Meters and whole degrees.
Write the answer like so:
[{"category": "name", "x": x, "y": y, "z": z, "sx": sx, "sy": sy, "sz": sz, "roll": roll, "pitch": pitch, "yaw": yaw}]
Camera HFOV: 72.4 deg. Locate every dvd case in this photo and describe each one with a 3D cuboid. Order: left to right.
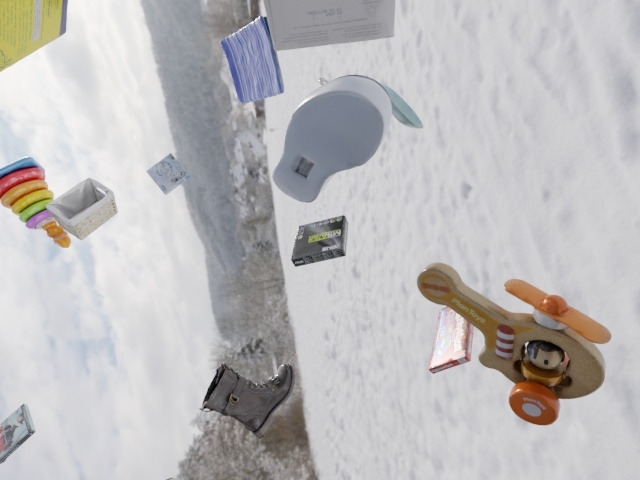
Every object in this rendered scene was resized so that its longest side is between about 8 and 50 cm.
[{"category": "dvd case", "x": -0.589, "y": 0.372, "z": 0.807, "sx": 0.087, "sy": 0.119, "sz": 0.013, "roll": 26, "pitch": 152, "yaw": 45}]

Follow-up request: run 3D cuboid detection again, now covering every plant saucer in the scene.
[{"category": "plant saucer", "x": 0.267, "y": -0.438, "z": 1.470, "sx": 0.037, "sy": 0.195, "sz": 0.194, "roll": -42, "pitch": 49, "yaw": 29}]

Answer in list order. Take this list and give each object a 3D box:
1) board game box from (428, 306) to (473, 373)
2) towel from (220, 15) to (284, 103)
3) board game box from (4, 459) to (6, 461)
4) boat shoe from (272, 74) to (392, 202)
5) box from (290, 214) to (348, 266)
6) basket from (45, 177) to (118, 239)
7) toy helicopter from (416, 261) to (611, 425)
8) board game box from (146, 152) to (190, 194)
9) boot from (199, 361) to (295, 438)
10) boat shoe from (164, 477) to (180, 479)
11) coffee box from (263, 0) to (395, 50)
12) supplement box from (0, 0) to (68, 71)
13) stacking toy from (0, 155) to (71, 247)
[{"category": "board game box", "x": 0.442, "y": 0.307, "z": 1.454, "sx": 0.027, "sy": 0.145, "sz": 0.281, "roll": 45, "pitch": -141, "yaw": -12}, {"category": "towel", "x": -0.242, "y": -0.613, "z": 1.521, "sx": 0.336, "sy": 0.040, "sz": 0.242, "roll": 15, "pitch": 123, "yaw": 55}, {"category": "board game box", "x": -0.900, "y": 0.516, "z": 1.065, "sx": 0.053, "sy": 0.193, "sz": 0.305, "roll": 44, "pitch": 132, "yaw": 23}, {"category": "boat shoe", "x": 0.029, "y": -0.188, "z": 0.731, "sx": 0.156, "sy": 0.136, "sz": 0.367, "roll": -61, "pitch": 7, "yaw": -20}, {"category": "box", "x": 0.000, "y": 0.000, "z": 1.540, "sx": 0.184, "sy": 0.191, "sz": 0.045, "roll": -79, "pitch": -29, "yaw": -50}, {"category": "basket", "x": -0.742, "y": -0.098, "z": 1.377, "sx": 0.113, "sy": 0.167, "sz": 0.103, "roll": 29, "pitch": 143, "yaw": 14}, {"category": "toy helicopter", "x": 0.340, "y": 0.150, "z": 0.796, "sx": 0.355, "sy": 0.140, "sz": 0.234, "roll": 36, "pitch": 138, "yaw": 14}, {"category": "board game box", "x": -0.441, "y": -0.193, "z": 1.269, "sx": 0.090, "sy": 0.090, "sz": 0.020, "roll": 50, "pitch": 173, "yaw": 8}, {"category": "boot", "x": -0.210, "y": 0.434, "z": 1.309, "sx": 0.229, "sy": 0.262, "sz": 0.091, "roll": 43, "pitch": 141, "yaw": -19}, {"category": "boat shoe", "x": -0.298, "y": 0.455, "z": 0.739, "sx": 0.043, "sy": 0.137, "sz": 0.049, "roll": -12, "pitch": 103, "yaw": 36}, {"category": "coffee box", "x": 0.020, "y": -0.755, "z": 1.135, "sx": 0.338, "sy": 0.339, "sz": 0.333, "roll": 77, "pitch": -168, "yaw": -56}, {"category": "supplement box", "x": -0.552, "y": -0.377, "z": 0.635, "sx": 0.195, "sy": 0.194, "sz": 0.356, "roll": -55, "pitch": 17, "yaw": 39}, {"category": "stacking toy", "x": -0.900, "y": -0.098, "z": 1.394, "sx": 0.301, "sy": 0.166, "sz": 0.175, "roll": 56, "pitch": 162, "yaw": -5}]
